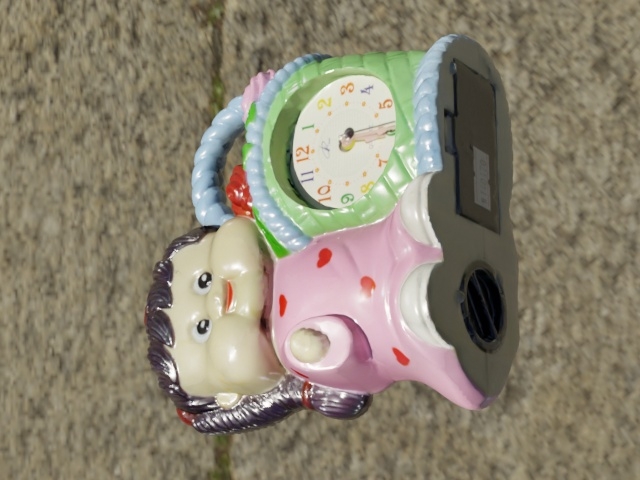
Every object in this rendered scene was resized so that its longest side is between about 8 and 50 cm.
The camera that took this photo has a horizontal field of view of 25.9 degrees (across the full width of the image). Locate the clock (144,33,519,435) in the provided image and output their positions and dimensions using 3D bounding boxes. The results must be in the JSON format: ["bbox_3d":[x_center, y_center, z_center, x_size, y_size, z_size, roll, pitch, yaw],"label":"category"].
[{"bbox_3d":[0.000,0.000,0.708,0.195,0.194,0.100,-13,157,34],"label":"clock"}]
